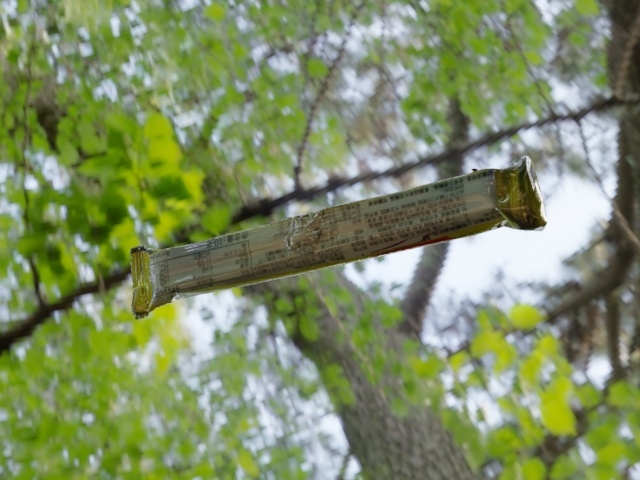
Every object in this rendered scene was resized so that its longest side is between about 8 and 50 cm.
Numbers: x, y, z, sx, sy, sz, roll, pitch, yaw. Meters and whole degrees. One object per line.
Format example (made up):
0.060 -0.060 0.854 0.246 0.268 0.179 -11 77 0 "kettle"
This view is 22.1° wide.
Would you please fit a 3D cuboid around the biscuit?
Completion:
0.000 0.000 1.011 0.292 0.048 0.026 -13 -21 27 "biscuit"
